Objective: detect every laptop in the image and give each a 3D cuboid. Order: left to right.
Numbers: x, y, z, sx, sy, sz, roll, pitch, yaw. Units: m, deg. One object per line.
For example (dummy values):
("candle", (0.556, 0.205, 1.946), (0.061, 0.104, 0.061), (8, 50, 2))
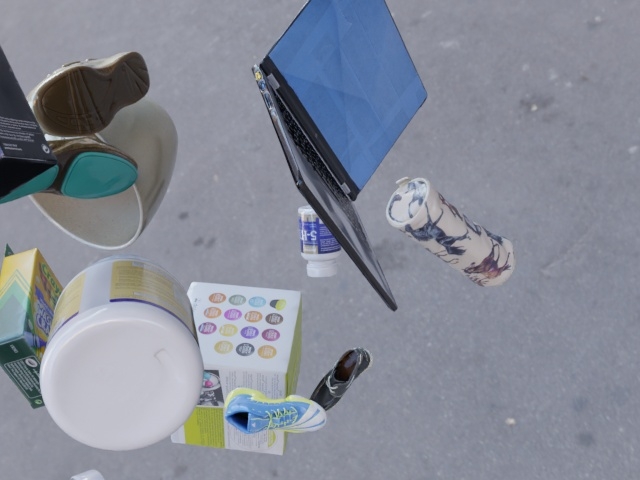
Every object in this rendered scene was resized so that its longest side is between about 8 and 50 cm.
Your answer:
("laptop", (0.086, -0.174, 1.234), (0.236, 0.382, 0.408), (-28, 51, 9))

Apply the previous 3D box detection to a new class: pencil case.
("pencil case", (0.378, -0.025, 2.224), (0.160, 0.410, 0.183), (-42, 30, 28))

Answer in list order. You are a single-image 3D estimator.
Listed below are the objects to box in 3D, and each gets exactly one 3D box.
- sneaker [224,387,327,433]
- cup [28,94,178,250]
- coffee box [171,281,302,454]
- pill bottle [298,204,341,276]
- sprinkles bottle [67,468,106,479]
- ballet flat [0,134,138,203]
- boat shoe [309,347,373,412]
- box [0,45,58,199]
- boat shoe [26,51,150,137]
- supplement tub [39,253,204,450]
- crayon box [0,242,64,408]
("sneaker", (-0.109, 0.410, 1.753), (0.240, 0.091, 0.126), (8, 18, 7))
("cup", (-0.427, -0.180, 1.575), (0.331, 0.331, 0.237), (-3, 33, 37))
("coffee box", (-0.235, 0.360, 2.192), (0.334, 0.338, 0.337), (5, 36, 3))
("pill bottle", (0.000, 0.000, 2.081), (0.112, 0.186, 0.112), (-4, 10, 1))
("sprinkles bottle", (-0.571, 0.550, 1.442), (0.355, 0.121, 0.121), (-14, 22, -38))
("ballet flat", (-0.448, -0.130, 1.254), (0.124, 0.342, 0.116), (45, 119, 17))
("boat shoe", (0.041, 0.382, 2.099), (0.233, 0.079, 0.084), (-49, 64, 11))
("box", (-0.461, -0.107, 0.872), (0.261, 0.103, 0.184), (-29, 82, 15))
("boat shoe", (-0.390, -0.238, 1.245), (0.098, 0.109, 0.302), (-1, 26, 19))
("supplement tub", (-0.325, 0.167, 1.278), (0.241, 0.241, 0.331), (-40, 21, 1))
("crayon box", (-0.606, 0.165, 1.640), (0.083, 0.203, 0.323), (-17, 41, -1))
